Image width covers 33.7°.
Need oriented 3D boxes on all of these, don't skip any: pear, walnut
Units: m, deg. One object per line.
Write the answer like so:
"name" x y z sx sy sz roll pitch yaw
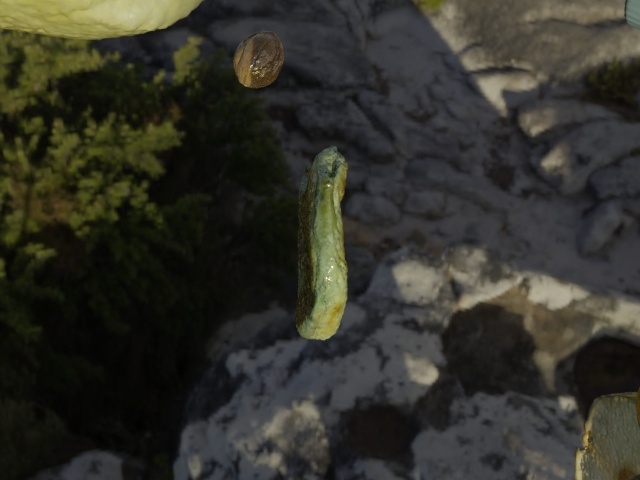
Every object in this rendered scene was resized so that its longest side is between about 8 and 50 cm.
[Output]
"pear" 0.551 0.396 1.594 0.191 0.341 0.386 -6 33 -10
"walnut" -0.124 -0.371 2.168 0.105 0.124 0.105 27 11 -5

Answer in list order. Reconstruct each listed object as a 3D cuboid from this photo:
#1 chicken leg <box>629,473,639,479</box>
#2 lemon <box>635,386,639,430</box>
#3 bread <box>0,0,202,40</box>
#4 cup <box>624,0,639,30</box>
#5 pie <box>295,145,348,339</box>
"chicken leg" 0.380 0.372 1.353 0.253 0.106 0.051 -43 98 -3
"lemon" 0.437 0.178 1.206 0.142 0.187 0.142 7 22 -3
"bread" -0.188 -0.303 0.765 0.237 0.321 0.321 7 44 7
"cup" 0.665 -0.389 1.701 0.311 0.257 0.331 29 56 23
"pie" 0.000 0.008 1.653 0.066 0.303 0.303 3 44 -8
